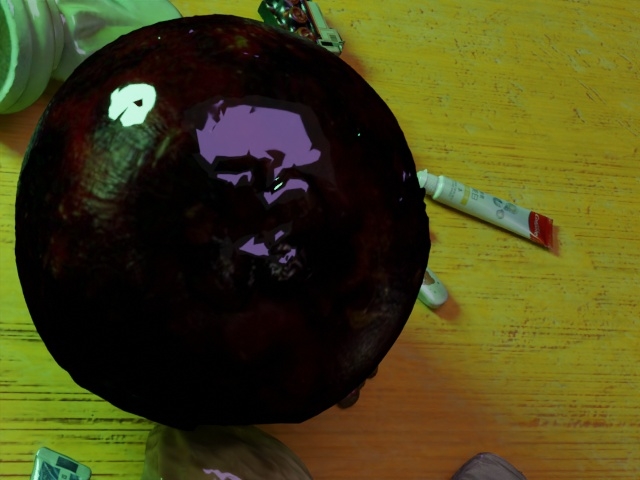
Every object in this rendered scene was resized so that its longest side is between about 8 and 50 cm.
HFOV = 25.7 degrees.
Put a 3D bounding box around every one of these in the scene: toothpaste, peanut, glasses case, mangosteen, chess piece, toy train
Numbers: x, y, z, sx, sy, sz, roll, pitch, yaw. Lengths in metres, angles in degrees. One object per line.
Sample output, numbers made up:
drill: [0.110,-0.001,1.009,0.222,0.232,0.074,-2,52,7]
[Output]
toothpaste: [-0.256,0.276,1.255,0.057,0.035,0.197,28,47,-17]
peanut: [-0.100,0.263,1.289,0.197,0.110,0.233,38,50,0]
glasses case: [0.112,0.042,1.602,0.032,0.021,0.083,-33,76,-37]
toothpaste: [0.201,-0.041,1.700,0.190,0.031,0.048,21,48,-15]
mangosteen: [-0.095,0.005,1.287,0.381,0.421,0.381,6,64,-12]
chess piece: [-0.274,-0.240,1.551,0.298,0.176,0.176,-17,65,-48]
toy train: [0.003,-0.210,1.710,0.085,0.053,0.249,-6,60,-38]

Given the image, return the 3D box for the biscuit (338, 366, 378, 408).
biscuit: [0.002,0.117,1.499,0.130,0.019,0.119,16,52,-15]

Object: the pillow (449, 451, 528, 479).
pillow: [0.230,0.317,1.456,0.233,0.038,0.130,41,47,8]
